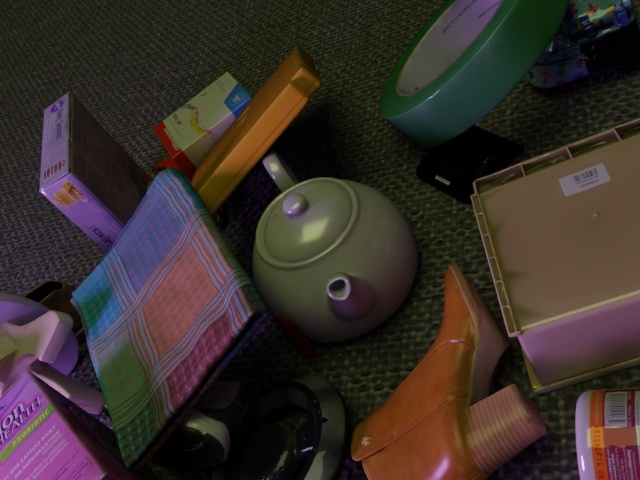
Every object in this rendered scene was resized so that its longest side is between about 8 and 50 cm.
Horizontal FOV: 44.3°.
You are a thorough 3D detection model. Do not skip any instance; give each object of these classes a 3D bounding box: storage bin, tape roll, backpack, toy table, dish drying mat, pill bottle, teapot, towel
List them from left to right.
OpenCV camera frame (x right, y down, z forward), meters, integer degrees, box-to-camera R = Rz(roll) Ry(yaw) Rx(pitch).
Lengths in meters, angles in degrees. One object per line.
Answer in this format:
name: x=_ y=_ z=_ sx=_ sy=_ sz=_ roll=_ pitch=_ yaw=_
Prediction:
toy table: x=-0.460 y=0.191 z=1.156 sx=0.161 sy=0.274 sz=0.252 roll=32 pitch=108 yaw=43
towel: x=-0.220 y=0.082 z=1.048 sx=0.271 sy=0.040 sz=0.370 roll=-51 pitch=39 yaw=10
dish drying mat: x=-0.032 y=0.132 z=1.062 sx=0.032 sy=0.083 sz=0.008 roll=11 pitch=57 yaw=39
teapot: x=0.000 y=0.000 z=1.085 sx=0.256 sy=0.187 sz=0.252 roll=3 pitch=54 yaw=36
tape roll: x=0.221 y=-0.288 z=1.177 sx=0.321 sy=0.077 sz=0.321 roll=-46 pitch=18 yaw=20
backpack: x=0.377 y=-0.313 z=1.176 sx=0.173 sy=0.117 sz=0.158 roll=-17 pitch=44 yaw=23
storage bin: x=0.331 y=0.005 z=0.915 sx=0.262 sy=0.123 sz=0.260 roll=-21 pitch=44 yaw=17
pill bottle: x=0.359 y=0.193 z=0.727 sx=0.221 sy=0.121 sz=0.121 roll=-9 pitch=49 yaw=27

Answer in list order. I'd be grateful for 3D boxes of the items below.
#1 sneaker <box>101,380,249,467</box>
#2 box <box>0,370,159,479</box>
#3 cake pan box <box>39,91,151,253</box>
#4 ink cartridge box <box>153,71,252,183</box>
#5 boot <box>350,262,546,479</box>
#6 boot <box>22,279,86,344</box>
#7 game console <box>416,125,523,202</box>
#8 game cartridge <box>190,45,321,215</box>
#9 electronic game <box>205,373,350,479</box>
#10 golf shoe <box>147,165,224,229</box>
sneaker: x=-0.193 y=0.234 z=1.055 sx=0.271 sy=0.100 sz=0.108 roll=-8 pitch=35 yaw=44
box: x=-0.290 y=0.309 z=0.974 sx=0.117 sy=0.213 sz=0.243 roll=-48 pitch=43 yaw=-13
cake pan box: x=-0.383 y=-0.102 z=1.379 sx=0.070 sy=0.246 sz=0.267 roll=-28 pitch=43 yaw=8
ink cartridge box: x=-0.226 y=-0.201 z=1.490 sx=0.231 sy=0.078 sz=0.134 roll=-38 pitch=42 yaw=-2
boot: x=0.122 y=0.169 z=0.922 sx=0.211 sy=0.104 sz=0.295 roll=-34 pitch=33 yaw=16
boot: x=-0.521 y=0.178 z=1.316 sx=0.305 sy=0.115 sz=0.112 roll=-39 pitch=44 yaw=-2
game console: x=0.221 y=-0.118 z=1.177 sx=0.122 sy=0.071 sz=0.107 roll=36 pitch=106 yaw=47
game cartridge: x=-0.107 y=-0.175 z=1.266 sx=0.285 sy=0.053 sz=0.323 roll=-48 pitch=16 yaw=13
electronic game: x=-0.057 y=0.267 z=0.965 sx=0.229 sy=0.048 sz=0.229 roll=-31 pitch=36 yaw=25
golf shoe: x=-0.238 y=-0.058 z=1.390 sx=0.067 sy=0.086 sz=0.186 roll=-14 pitch=41 yaw=-44
